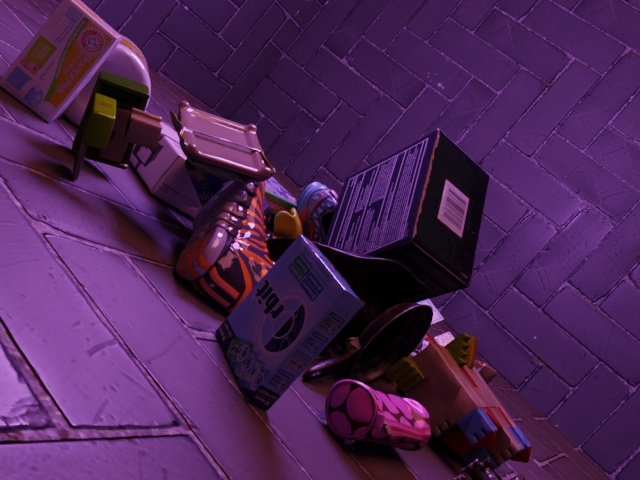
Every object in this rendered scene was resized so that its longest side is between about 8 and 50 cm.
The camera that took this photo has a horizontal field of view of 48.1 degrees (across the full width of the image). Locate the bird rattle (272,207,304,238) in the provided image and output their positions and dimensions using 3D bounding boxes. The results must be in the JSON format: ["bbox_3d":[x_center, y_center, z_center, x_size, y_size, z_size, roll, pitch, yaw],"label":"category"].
[{"bbox_3d":[-0.065,0.062,1.578,0.253,0.143,0.207,56,23,16],"label":"bird rattle"}]

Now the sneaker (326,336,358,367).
[{"bbox_3d":[0.061,0.213,1.369,0.047,0.057,0.119,43,6,33],"label":"sneaker"}]

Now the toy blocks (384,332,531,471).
[{"bbox_3d":[0.295,0.347,1.424,0.260,0.191,0.381,56,12,24],"label":"toy blocks"}]

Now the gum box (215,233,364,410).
[{"bbox_3d":[-0.047,0.102,0.938,0.041,0.184,0.157,36,8,-35],"label":"gum box"}]

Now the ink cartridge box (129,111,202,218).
[{"bbox_3d":[-0.306,-0.155,1.521,0.172,0.100,0.237,33,10,-44],"label":"ink cartridge box"}]

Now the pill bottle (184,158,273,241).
[{"bbox_3d":[-0.168,-0.075,1.394,0.123,0.123,0.219,-116,-175,-74],"label":"pill bottle"}]

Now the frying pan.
[{"bbox_3d":[0.073,0.206,1.259,0.326,0.197,0.053,-24,54,-32],"label":"frying pan"}]

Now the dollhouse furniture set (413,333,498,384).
[{"bbox_3d":[0.326,0.307,1.881,0.262,0.135,0.259,34,9,-42],"label":"dollhouse furniture set"}]

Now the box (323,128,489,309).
[{"bbox_3d":[0.172,-0.028,1.512,0.183,0.296,0.294,37,-37,-26],"label":"box"}]

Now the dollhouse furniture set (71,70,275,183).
[{"bbox_3d":[-0.254,-0.140,1.218,0.302,0.151,0.197,16,28,-23],"label":"dollhouse furniture set"}]

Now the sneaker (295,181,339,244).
[{"bbox_3d":[0.000,0.000,1.696,0.125,0.261,0.104,27,37,35],"label":"sneaker"}]

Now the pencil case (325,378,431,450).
[{"bbox_3d":[0.094,0.267,1.066,0.098,0.095,0.209,3,-15,33],"label":"pencil case"}]

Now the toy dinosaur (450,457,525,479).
[{"bbox_3d":[0.258,0.412,1.062,0.160,0.121,0.313,57,9,25],"label":"toy dinosaur"}]

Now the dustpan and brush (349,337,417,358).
[{"bbox_3d":[0.160,0.247,1.635,0.211,0.060,0.147,37,7,-12],"label":"dustpan and brush"}]

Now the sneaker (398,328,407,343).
[{"bbox_3d":[0.156,0.194,1.478,0.083,0.098,0.223,24,-28,14],"label":"sneaker"}]

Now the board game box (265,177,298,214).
[{"bbox_3d":[-0.187,-0.167,1.728,0.317,0.046,0.214,44,12,30],"label":"board game box"}]

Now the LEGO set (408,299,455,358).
[{"bbox_3d":[0.256,0.246,1.736,0.244,0.183,0.060,57,-30,32],"label":"LEGO set"}]

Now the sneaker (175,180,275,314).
[{"bbox_3d":[-0.125,0.016,1.217,0.180,0.125,0.321,47,32,-21],"label":"sneaker"}]

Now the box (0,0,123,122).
[{"bbox_3d":[-0.471,-0.331,1.313,0.114,0.203,0.103,39,7,-17],"label":"box"}]

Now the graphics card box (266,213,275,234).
[{"bbox_3d":[-0.129,-0.045,1.833,0.371,0.094,0.233,35,8,-44],"label":"graphics card box"}]

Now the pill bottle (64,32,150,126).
[{"bbox_3d":[-0.466,-0.352,1.549,0.188,0.188,0.334,38,7,-23],"label":"pill bottle"}]

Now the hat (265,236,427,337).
[{"bbox_3d":[0.027,0.111,1.345,0.332,0.133,0.331,12,-16,3],"label":"hat"}]
